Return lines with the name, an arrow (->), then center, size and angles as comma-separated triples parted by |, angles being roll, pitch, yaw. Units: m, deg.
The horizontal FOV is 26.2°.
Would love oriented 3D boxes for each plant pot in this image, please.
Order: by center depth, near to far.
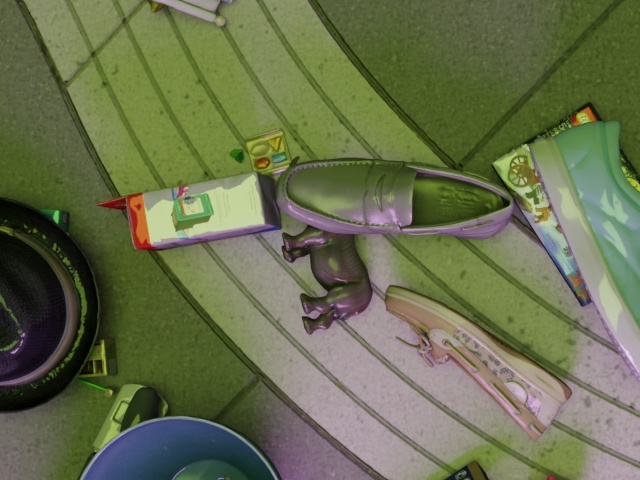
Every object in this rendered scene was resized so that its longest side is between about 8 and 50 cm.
plant pot -> -0.168, 0.373, 1.847 | 0.290, 0.195, 0.290 | 0, 88, 8

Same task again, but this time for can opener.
can opener -> -0.305, 0.330, 1.919 | 0.076, 0.095, 0.283 | 26, 85, 9

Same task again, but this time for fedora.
fedora -> -0.477, 0.088, 1.877 | 0.334, 0.152, 0.334 | 0, 88, 11

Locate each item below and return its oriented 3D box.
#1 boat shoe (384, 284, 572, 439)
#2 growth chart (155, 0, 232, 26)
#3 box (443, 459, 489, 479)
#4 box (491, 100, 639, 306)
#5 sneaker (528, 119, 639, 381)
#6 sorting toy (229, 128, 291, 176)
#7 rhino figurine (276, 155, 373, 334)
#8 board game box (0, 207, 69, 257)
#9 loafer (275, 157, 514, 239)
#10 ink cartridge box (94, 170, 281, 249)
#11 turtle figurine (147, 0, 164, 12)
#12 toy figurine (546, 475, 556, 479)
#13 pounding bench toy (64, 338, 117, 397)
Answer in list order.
boat shoe -> 0.198, 0.158, 1.851 | 0.285, 0.104, 0.089 | 33, 90, 8
growth chart -> -0.147, -0.420, 1.925 | 0.172, 0.021, 0.237 | 23, 90, -31
box -> 0.141, 0.402, 1.837 | 0.225, 0.136, 0.036 | -35, 119, 6
box -> 0.361, -0.049, 1.866 | 0.159, 0.044, 0.233 | -33, 84, 6
sneaker -> 0.402, 0.012, 1.767 | 0.150, 0.135, 0.365 | -24, 85, 10
sorting toy -> -0.086, -0.119, 1.950 | 0.083, 0.012, 0.062 | -16, 86, 7
rhino figurine -> 0.000, 0.000, 1.901 | 0.106, 0.073, 0.243 | -15, 84, -10
board game box -> -0.448, 0.058, 1.976 | 0.160, 0.047, 0.210 | 1, 87, 9
loafer -> 0.102, -0.062, 1.837 | 0.320, 0.111, 0.112 | 3, 79, -7
ink cartridge box -> -0.181, -0.035, 1.899 | 0.231, 0.134, 0.078 | -10, 87, 8
turtle figurine -> -0.296, -0.421, 1.955 | 0.217, 0.087, 0.269 | 38, 78, -2
toy figurine -> 0.308, 0.399, 1.832 | 0.173, 0.130, 0.159 | 34, 83, -13
pounding bench toy -> -0.327, 0.184, 1.951 | 0.065, 0.052, 0.083 | -6, 87, 8
